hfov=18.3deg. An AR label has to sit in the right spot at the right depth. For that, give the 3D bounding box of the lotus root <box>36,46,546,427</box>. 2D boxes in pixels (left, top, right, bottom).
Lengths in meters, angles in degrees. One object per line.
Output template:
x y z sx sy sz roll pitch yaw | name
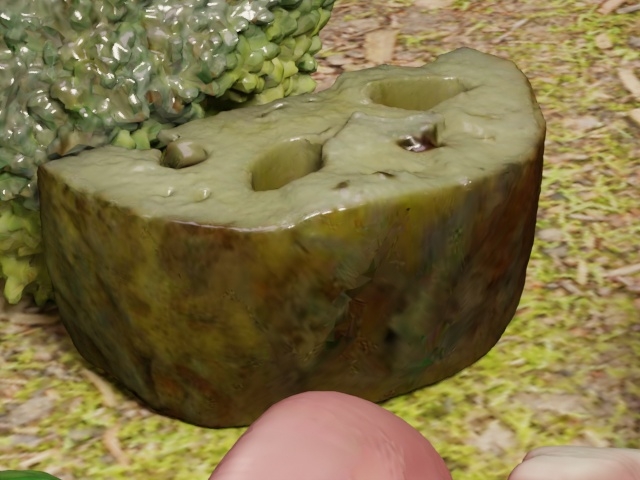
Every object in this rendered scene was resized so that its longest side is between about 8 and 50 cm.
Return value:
0.000 0.000 0.897 0.235 0.119 0.138 -15 31 -20 | lotus root

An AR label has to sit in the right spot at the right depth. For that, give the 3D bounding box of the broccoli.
-0.148 -0.101 0.965 0.288 0.260 0.235 24 35 3 | broccoli

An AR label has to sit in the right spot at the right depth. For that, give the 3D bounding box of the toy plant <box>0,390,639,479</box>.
-0.022 0.148 0.587 0.356 0.211 0.317 2 -3 19 | toy plant
